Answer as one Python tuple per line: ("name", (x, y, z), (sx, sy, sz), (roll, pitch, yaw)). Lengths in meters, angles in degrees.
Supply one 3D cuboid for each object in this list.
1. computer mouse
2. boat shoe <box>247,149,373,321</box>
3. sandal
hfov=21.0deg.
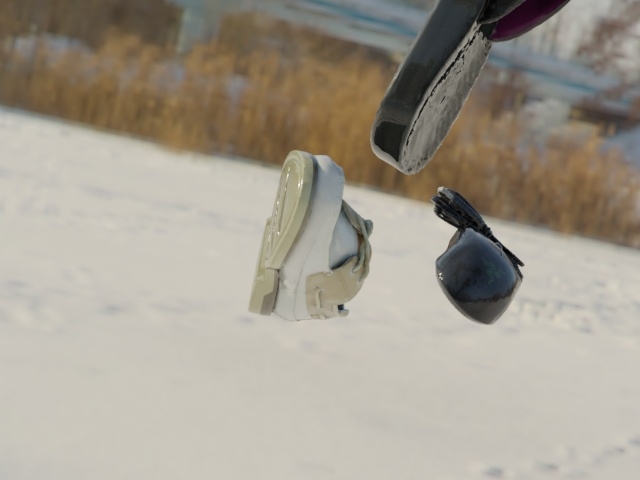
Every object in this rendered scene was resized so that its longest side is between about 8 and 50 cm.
("computer mouse", (0.228, 0.024, 2.430), (0.188, 0.072, 0.272), (44, 22, -9))
("boat shoe", (0.000, 0.000, 1.652), (0.103, 0.113, 0.302), (12, -19, -4))
("sandal", (0.200, -0.254, 1.657), (0.107, 0.446, 0.167), (30, 8, 18))
